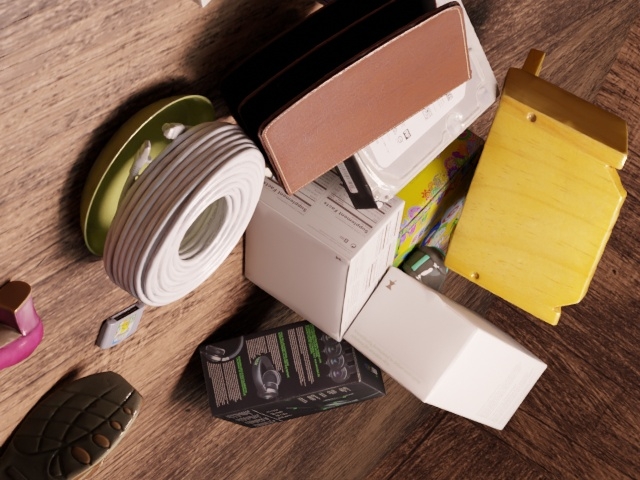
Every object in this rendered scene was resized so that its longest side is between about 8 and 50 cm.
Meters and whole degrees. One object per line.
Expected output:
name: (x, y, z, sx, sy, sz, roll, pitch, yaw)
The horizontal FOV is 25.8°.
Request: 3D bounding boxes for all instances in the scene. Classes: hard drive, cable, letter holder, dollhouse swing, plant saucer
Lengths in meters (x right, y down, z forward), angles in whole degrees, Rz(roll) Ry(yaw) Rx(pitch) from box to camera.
hard drive: (0.124, -0.234, 2.123, 0.339, 0.064, 0.237, -42, 116, -35)
cable: (-0.168, -0.035, 1.784, 0.257, 0.089, 0.257, -24, 146, -59)
letter holder: (0.026, -0.232, 1.814, 0.302, 0.152, 0.214, -33, 158, -4)
dollhouse swing: (0.396, -0.111, 2.386, 0.305, 0.315, 0.347, -35, 148, -50)
plant saucer: (-0.224, -0.089, 1.752, 0.241, 0.037, 0.241, -47, 162, -20)

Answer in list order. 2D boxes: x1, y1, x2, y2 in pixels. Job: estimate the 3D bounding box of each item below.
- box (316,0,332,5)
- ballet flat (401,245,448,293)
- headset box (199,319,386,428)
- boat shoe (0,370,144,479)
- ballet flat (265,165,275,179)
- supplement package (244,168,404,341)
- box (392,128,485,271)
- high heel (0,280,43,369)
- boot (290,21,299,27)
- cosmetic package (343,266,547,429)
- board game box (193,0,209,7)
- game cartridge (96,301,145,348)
box: (0.104, -0.448, 1.901, 0.324, 0.067, 0.063, -53, 163, -8)
ballet flat: (0.160, 0.122, 2.506, 0.096, 0.095, 0.280, -32, 144, -31)
headset box: (-0.034, 0.226, 2.433, 0.283, 0.131, 0.246, -15, 165, 11)
boat shoe: (-0.386, 0.318, 1.979, 0.324, 0.122, 0.120, -43, 166, -10)
ballet flat: (-0.083, -0.132, 2.028, 0.070, 0.070, 0.188, -49, 160, -18)
supplement package: (0.000, 0.000, 2.229, 0.145, 0.204, 0.262, -47, 162, -27)
box: (0.122, -0.055, 2.496, 0.290, 0.177, 0.279, -45, 161, -29)
high heel: (-0.414, 0.158, 1.641, 0.117, 0.082, 0.244, 93, 22, -44)
boot: (-0.043, -0.251, 1.934, 0.118, 0.042, 0.087, -58, 156, 5)
cosmetic package: (0.220, 0.188, 2.369, 0.155, 0.197, 0.365, -55, 149, 5)
board game box: (-0.116, -0.346, 1.571, 0.103, 0.026, 0.154, -48, 162, -19)
game cartridge: (-0.289, 0.125, 2.018, 0.083, 0.017, 0.056, -31, 155, -52)
